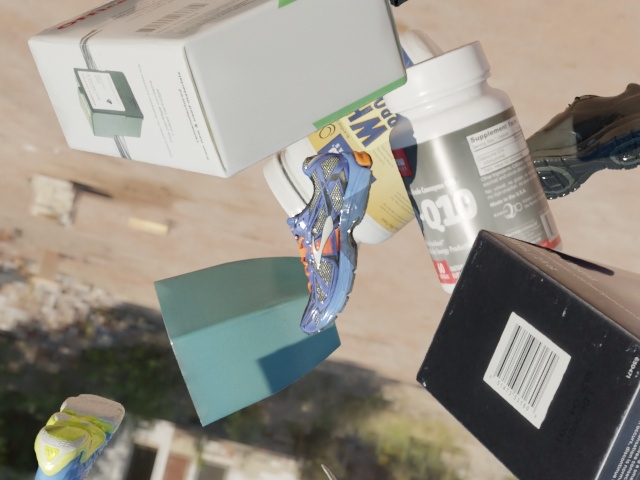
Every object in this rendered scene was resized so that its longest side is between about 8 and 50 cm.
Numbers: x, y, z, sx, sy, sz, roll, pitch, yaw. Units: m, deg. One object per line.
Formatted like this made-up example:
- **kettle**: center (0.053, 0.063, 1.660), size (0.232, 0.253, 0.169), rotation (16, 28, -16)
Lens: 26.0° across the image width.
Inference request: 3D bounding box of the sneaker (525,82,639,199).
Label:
- **sneaker**: center (0.393, -0.154, 2.148), size (0.286, 0.130, 0.109), rotation (-17, 142, 17)

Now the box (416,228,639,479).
- **box**: center (0.303, 0.143, 1.324), size (0.294, 0.183, 0.296), rotation (15, -166, -30)

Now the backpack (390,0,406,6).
- **backpack**: center (0.110, -0.389, 1.758), size (0.276, 0.213, 0.263), rotation (-5, -163, 9)

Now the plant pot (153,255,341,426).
- **plant pot**: center (-0.101, 0.127, 2.038), size (0.234, 0.166, 0.166), rotation (-19, -147, -4)

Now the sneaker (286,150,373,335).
- **sneaker**: center (0.000, 0.000, 1.608), size (0.087, 0.221, 0.083), rotation (10, 180, -5)

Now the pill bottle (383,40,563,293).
- **pill bottle**: center (0.180, -0.091, 1.718), size (0.161, 0.283, 0.161), rotation (-21, -174, 2)

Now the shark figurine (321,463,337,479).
- **shark figurine**: center (-0.033, 0.389, 1.560), size (0.116, 0.278, 0.166), rotation (43, 163, -17)

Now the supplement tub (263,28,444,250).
- **supplement tub**: center (0.093, -0.138, 2.081), size (0.228, 0.316, 0.228), rotation (48, -168, -14)

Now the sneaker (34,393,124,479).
- **sneaker**: center (-0.374, 0.316, 2.090), size (0.091, 0.126, 0.240), rotation (20, -167, 12)

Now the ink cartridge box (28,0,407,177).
- **ink cartridge box**: center (-0.098, -0.163, 1.243), size (0.211, 0.122, 0.289), rotation (-30, -156, -28)
